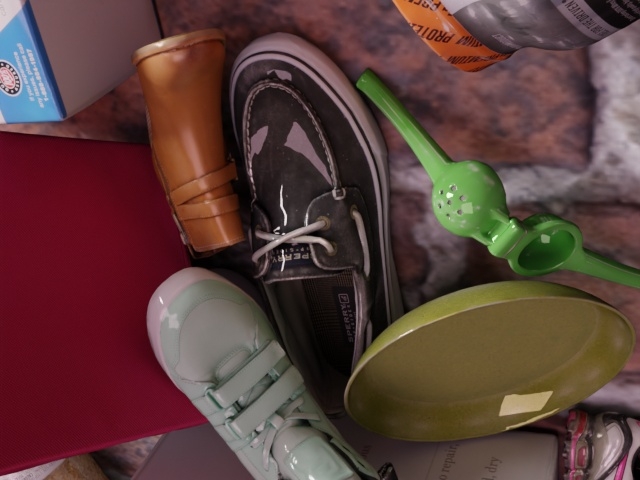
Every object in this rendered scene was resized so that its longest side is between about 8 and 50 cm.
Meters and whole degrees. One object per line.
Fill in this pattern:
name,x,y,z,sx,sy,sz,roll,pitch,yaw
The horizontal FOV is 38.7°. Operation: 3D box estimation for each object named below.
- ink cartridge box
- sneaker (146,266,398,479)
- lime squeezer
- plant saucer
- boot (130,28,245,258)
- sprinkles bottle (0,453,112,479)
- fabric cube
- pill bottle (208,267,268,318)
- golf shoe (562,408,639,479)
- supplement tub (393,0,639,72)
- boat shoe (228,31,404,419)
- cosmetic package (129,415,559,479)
ink cartridge box,-0.278,-0.195,0.714,0.232,0.168,0.171,0,120,22
sneaker,-0.029,0.132,0.710,0.151,0.094,0.256,23,148,51
lime squeezer,0.144,-0.018,0.692,0.310,0.110,0.059,33,107,-1
plant saucer,0.135,0.099,0.753,0.240,0.037,0.241,-7,144,-5
boot,-0.092,-0.069,0.707,0.072,0.197,0.152,-15,84,-12
sprinkles bottle,-0.348,0.218,1.017,0.121,0.121,0.355,-22,110,30
fabric cube,-0.280,0.067,0.756,0.259,0.258,0.254,-18,82,33
pill bottle,-0.140,0.108,0.883,0.184,0.103,0.103,-31,105,33
golf shoe,0.264,0.239,0.829,0.085,0.067,0.186,2,120,18
supplement tub,0.182,-0.235,0.501,0.316,0.193,0.194,-29,106,31
boat shoe,0.000,0.000,0.755,0.121,0.119,0.335,-7,116,25
cosmetic package,0.012,0.385,0.856,0.393,0.327,0.330,1,120,21
